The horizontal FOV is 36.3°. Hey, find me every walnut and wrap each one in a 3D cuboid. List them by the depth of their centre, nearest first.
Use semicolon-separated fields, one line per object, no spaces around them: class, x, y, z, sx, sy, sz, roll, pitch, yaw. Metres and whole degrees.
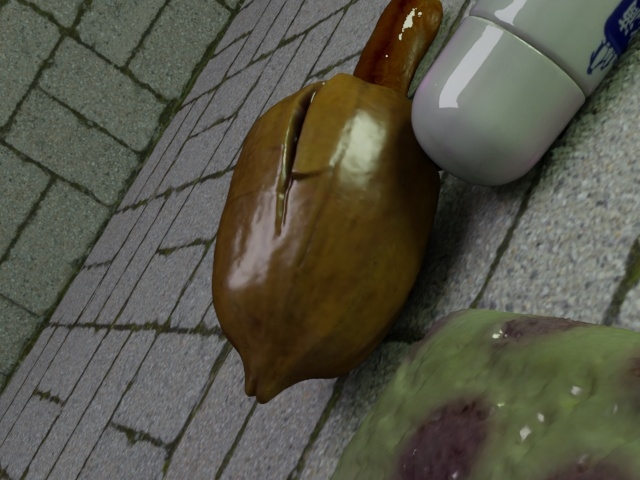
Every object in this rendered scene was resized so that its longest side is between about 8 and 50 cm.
walnut;0.000;0.000;0.909;0.209;0.209;0.336;-25;39;55

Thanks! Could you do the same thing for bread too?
bread;0.138;0.131;0.449;0.187;0.155;0.338;-55;19;-11

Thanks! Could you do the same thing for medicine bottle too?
medicine bottle;0.208;-0.199;0.842;0.341;0.130;0.130;-53;20;4

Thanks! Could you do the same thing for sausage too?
sausage;0.084;-0.199;1.209;0.103;0.076;0.302;-25;36;42
